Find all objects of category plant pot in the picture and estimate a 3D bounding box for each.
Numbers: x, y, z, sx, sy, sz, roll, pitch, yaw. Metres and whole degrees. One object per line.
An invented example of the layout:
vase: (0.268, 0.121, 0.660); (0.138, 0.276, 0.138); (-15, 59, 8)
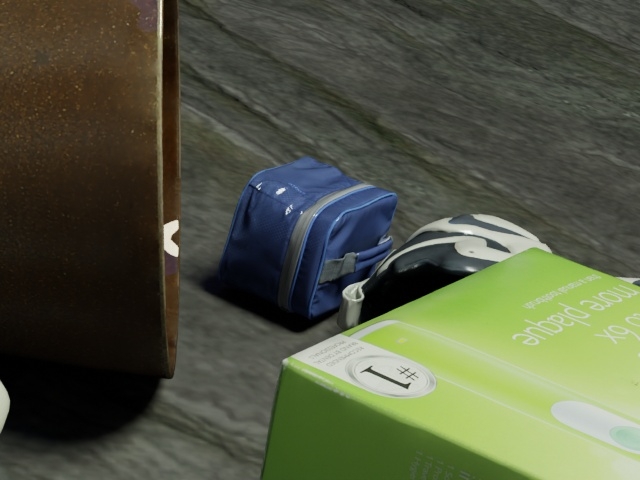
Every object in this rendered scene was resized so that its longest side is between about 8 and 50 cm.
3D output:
plant pot: (-0.180, -0.045, 0.815); (0.230, 0.215, 0.215); (-1, 23, -2)

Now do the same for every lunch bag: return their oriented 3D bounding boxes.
lunch bag: (0.000, 0.000, 0.971); (0.065, 0.067, 0.098); (25, 22, 20)

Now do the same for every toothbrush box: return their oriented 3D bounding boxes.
toothbrush box: (0.143, 0.120, 0.685); (0.283, 0.122, 0.206); (23, 24, 28)

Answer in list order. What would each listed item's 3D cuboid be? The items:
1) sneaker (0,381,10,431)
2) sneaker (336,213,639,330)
sneaker: (-0.228, 0.042, 0.661); (0.296, 0.112, 0.131); (11, -26, 50)
sneaker: (0.111, 0.057, 0.880); (0.235, 0.094, 0.153); (29, 26, 29)
